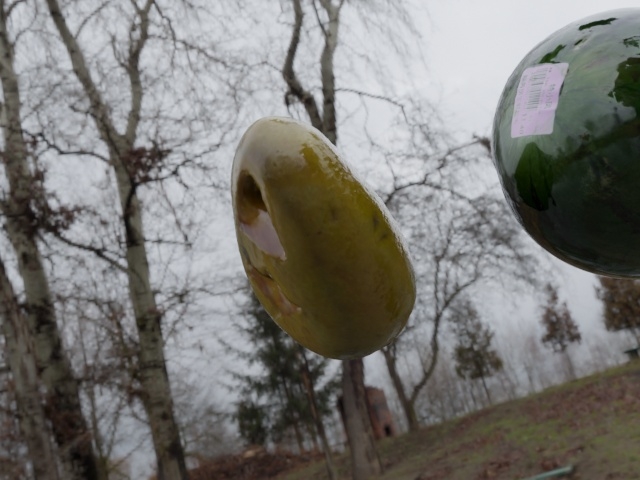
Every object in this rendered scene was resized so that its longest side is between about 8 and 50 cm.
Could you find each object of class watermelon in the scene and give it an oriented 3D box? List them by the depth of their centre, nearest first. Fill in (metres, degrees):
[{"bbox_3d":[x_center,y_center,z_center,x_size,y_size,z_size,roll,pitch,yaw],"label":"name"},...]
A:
[{"bbox_3d":[0.394,-0.114,0.960,0.363,0.364,0.363,-14,-17,-4],"label":"watermelon"}]

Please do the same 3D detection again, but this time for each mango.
[{"bbox_3d":[0.000,0.000,0.965,0.182,0.253,0.365,-36,-50,-21],"label":"mango"}]
